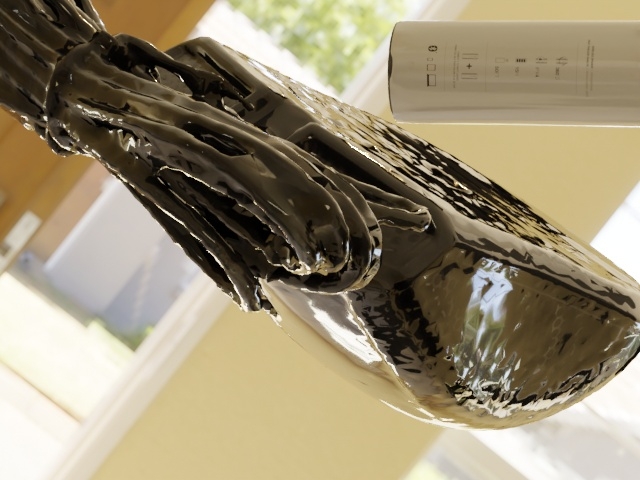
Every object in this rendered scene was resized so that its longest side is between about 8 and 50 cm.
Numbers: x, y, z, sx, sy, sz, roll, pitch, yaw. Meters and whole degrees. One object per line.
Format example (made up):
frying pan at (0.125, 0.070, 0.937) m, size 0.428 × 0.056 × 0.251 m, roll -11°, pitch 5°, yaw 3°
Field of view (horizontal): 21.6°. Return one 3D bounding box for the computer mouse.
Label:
computer mouse at (0.000, 0.000, 0.491) m, size 0.188 × 0.072 × 0.272 m, roll 39°, pitch 11°, yaw 38°

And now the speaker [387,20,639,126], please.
speaker at (0.106, -0.086, 0.860) m, size 0.136 × 0.055 × 0.055 m, roll 1°, pitch -13°, yaw 14°
